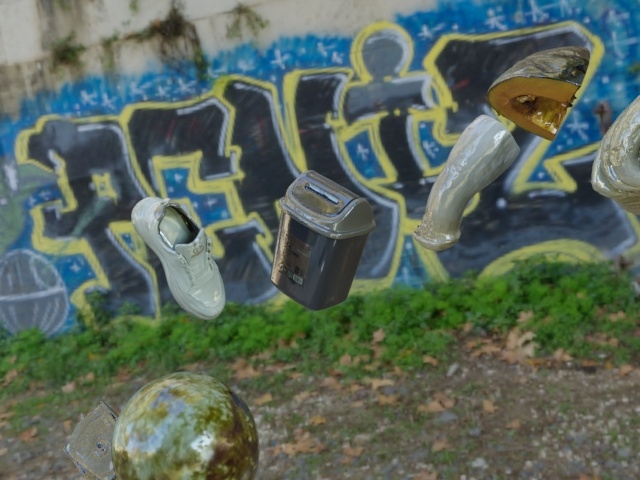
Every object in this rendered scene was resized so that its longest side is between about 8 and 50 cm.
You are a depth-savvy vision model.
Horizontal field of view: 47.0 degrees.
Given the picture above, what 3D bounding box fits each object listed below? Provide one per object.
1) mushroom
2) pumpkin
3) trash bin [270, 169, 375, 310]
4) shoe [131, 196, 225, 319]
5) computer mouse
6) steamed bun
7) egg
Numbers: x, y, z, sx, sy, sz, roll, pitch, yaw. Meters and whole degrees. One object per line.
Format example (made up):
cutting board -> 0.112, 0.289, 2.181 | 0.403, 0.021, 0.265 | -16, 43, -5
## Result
mushroom -> 0.218, -0.083, 1.139 | 0.081, 0.223, 0.092 | 39, 14, 37
pumpkin -> 0.441, -0.327, 1.508 | 0.169, 0.148, 0.312 | 17, -12, 12
trash bin -> 0.000, 0.000, 1.730 | 0.209, 0.290, 0.182 | 31, 30, 32
shoe -> -0.291, 0.031, 1.639 | 0.124, 0.316, 0.159 | -41, 12, -32
computer mouse -> -0.403, 0.396, 1.403 | 0.231, 0.126, 0.071 | 20, -19, 45
steamed bun -> 0.637, -0.167, 1.197 | 0.352, 0.247, 0.339 | 17, -12, -28
egg -> -0.215, 0.354, 1.226 | 0.238, 0.289, 0.238 | -15, 37, 12
